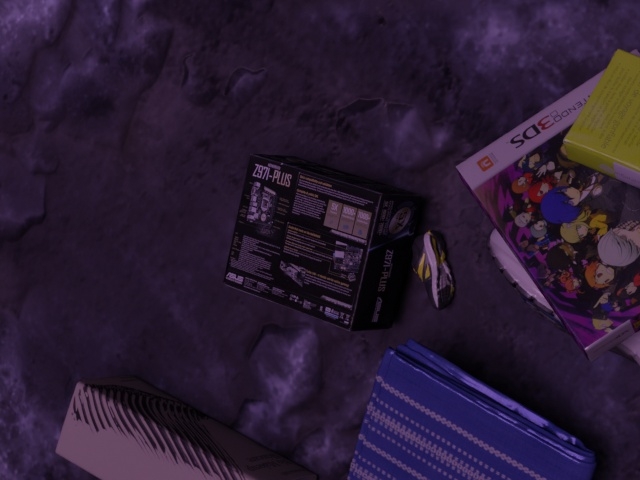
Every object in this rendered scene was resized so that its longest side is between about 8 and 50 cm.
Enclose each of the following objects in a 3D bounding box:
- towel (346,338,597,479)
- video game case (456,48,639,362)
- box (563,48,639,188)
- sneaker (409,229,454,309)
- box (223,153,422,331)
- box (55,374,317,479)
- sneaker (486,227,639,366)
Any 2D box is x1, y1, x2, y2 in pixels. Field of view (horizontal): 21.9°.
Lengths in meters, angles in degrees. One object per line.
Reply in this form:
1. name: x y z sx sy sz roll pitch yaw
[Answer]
1. towel: 0.130 0.288 1.665 0.243 0.040 0.336 29 120 25
2. video game case: 0.273 -0.036 1.539 0.210 0.042 0.232 -33 62 2
3. box: 0.325 -0.093 1.500 0.178 0.042 0.109 26 76 24
4. sneaker: 0.114 0.032 1.710 0.035 0.031 0.083 -15 79 42
5. box: 0.000 0.000 1.734 0.180 0.077 0.147 18 100 36
6. box: -0.150 0.246 1.820 0.275 0.113 0.094 24 102 26
7. sneaker: 0.295 0.050 1.575 0.297 0.111 0.129 30 90 22
